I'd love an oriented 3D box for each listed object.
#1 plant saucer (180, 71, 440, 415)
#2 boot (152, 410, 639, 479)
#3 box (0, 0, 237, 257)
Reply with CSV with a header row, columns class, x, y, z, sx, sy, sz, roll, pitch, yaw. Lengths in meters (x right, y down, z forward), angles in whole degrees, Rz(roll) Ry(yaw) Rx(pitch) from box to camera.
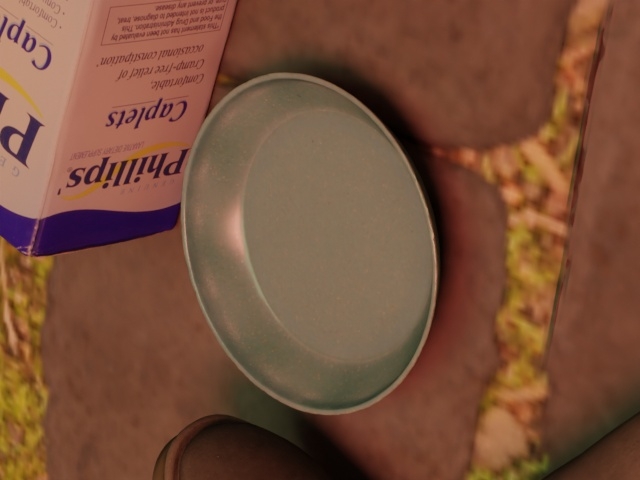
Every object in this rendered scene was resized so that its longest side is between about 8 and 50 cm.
class,x,y,z,sx,sy,sz,roll,pitch,yaw
plant saucer,0.000,0.000,0.677,0.119,0.021,0.119,14,110,41
boot,0.056,0.094,0.613,0.190,0.076,0.208,49,137,4
box,-0.103,-0.084,0.717,0.126,0.072,0.137,36,124,32
